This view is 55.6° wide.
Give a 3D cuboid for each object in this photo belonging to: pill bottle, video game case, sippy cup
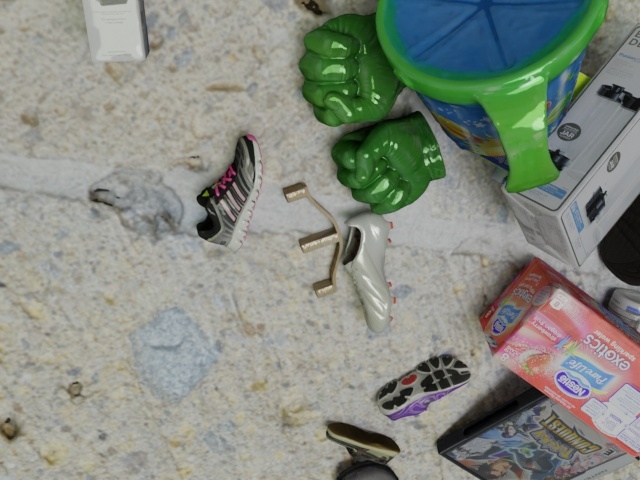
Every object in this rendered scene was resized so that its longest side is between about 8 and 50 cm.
[{"bbox_3d":[0.537,0.162,1.080,0.078,0.078,0.137,8,111,-17],"label":"pill bottle"},{"bbox_3d":[0.400,0.387,1.119,0.275,0.035,0.248,36,121,-22],"label":"video game case"},{"bbox_3d":[0.206,-0.216,0.718,0.305,0.240,0.224,-64,151,-10],"label":"sippy cup"}]

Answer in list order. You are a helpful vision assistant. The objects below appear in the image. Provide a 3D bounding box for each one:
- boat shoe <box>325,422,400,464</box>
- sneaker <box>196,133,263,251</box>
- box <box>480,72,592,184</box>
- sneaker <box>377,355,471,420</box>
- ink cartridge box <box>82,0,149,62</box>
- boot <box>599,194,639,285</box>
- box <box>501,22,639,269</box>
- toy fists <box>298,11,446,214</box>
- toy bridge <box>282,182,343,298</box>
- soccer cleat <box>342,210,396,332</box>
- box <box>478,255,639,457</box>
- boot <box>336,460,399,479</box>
[{"bbox_3d":[0.071,0.363,1.066,0.152,0.056,0.049,24,100,-22],"label":"boat shoe"},{"bbox_3d":[-0.129,-0.065,0.830,0.075,0.063,0.170,7,116,-23],"label":"sneaker"},{"bbox_3d":[0.300,-0.160,0.867,0.042,0.109,0.178,19,107,-23],"label":"box"},{"bbox_3d":[0.182,0.260,1.056,0.170,0.068,0.071,-26,132,8],"label":"sneaker"},{"bbox_3d":[-0.235,-0.299,0.682,0.060,0.104,0.180,-5,113,-10],"label":"ink cartridge box"},{"bbox_3d":[0.632,-0.092,0.943,0.284,0.138,0.377,-20,146,-28],"label":"boot"},{"bbox_3d":[0.386,-0.122,0.818,0.290,0.087,0.169,-50,139,-4],"label":"box"},{"bbox_3d":[0.068,-0.162,0.819,0.142,0.096,0.279,-25,118,-1],"label":"toy fists"},{"bbox_3d":[0.000,0.000,0.910,0.063,0.026,0.188,-20,116,-6],"label":"toy bridge"},{"bbox_3d":[0.068,0.051,0.924,0.076,0.068,0.196,-10,108,-23],"label":"soccer cleat"},{"bbox_3d":[0.427,0.186,0.980,0.300,0.142,0.154,35,108,-7],"label":"box"},{"bbox_3d":[0.143,0.570,1.079,0.118,0.222,0.338,-27,116,-1],"label":"boot"}]
